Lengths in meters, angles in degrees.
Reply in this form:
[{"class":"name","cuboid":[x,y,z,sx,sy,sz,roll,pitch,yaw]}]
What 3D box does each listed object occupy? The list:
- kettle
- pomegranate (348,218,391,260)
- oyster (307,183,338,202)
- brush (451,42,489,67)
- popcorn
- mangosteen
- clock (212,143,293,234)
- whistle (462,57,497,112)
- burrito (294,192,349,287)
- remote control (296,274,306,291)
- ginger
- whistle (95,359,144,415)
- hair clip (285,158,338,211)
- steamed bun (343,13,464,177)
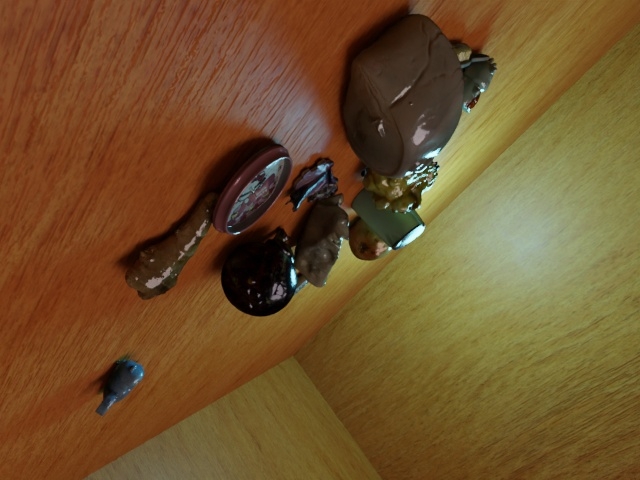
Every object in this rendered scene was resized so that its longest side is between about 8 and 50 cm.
[{"class":"kettle","cuboid":[0.280,-0.104,1.565,0.240,0.255,0.165,-26,156,-38]},{"class":"pomegranate","cuboid":[0.223,-0.006,1.778,0.207,0.207,0.207,-36,163,-13]},{"class":"oyster","cuboid":[0.005,-0.144,1.261,0.132,0.029,0.086,-37,163,-17]},{"class":"brush","cuboid":[0.403,-0.522,1.121,0.296,0.068,0.060,-30,139,-40]},{"class":"popcorn","cuboid":[0.267,-0.210,1.355,0.286,0.215,0.252,-9,123,-52]},{"class":"mangosteen","cuboid":[-0.165,0.088,1.217,0.231,0.231,0.289,-58,-178,46]},{"class":"clock","cuboid":[-0.154,-0.114,0.913,0.244,0.056,0.244,-48,172,-9]},{"class":"whistle","cuboid":[0.457,-0.468,1.269,0.253,0.105,0.102,-50,-177,10]},{"class":"burrito","cuboid":[-0.002,-0.003,1.379,0.135,0.191,0.332,9,140,-11]},{"class":"remote control","cuboid":[-0.078,0.177,1.865,0.313,0.055,0.109,-41,170,-12]},{"class":"ginger","cuboid":[-0.319,0.007,0.889,0.295,0.086,0.131,-51,150,7]},{"class":"whistle","cuboid":[-0.654,0.474,1.318,0.269,0.093,0.180,-50,-177,34]},{"class":"hair clip","cuboid":[-0.027,-0.159,1.141,0.187,0.056,0.146,-45,164,-16]},{"class":"steamed bun","cuboid":[0.207,-0.298,0.950,0.247,0.236,0.384,-38,164,-11]}]
